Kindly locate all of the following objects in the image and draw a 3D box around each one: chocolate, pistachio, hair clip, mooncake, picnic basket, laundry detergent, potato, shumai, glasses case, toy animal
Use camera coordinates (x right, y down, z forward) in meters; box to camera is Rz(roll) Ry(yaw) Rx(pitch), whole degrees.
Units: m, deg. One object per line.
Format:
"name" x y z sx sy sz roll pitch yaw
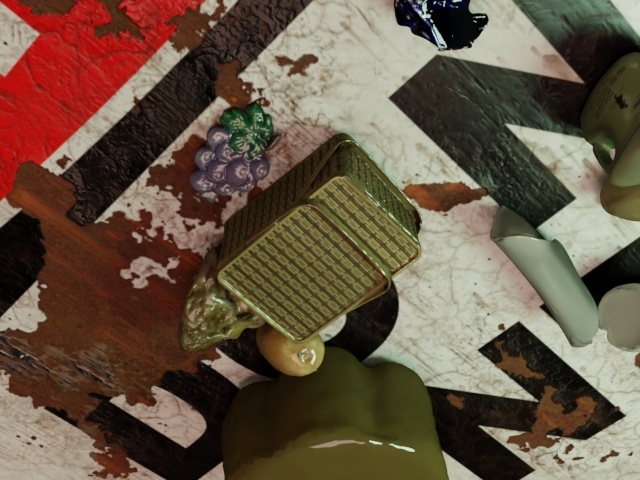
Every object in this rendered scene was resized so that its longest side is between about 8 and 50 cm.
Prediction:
"chocolate" 0.106 -0.386 1.168 0.343 0.126 0.148 17 80 -16
"pistachio" 0.584 -0.107 1.362 0.226 0.136 0.136 -32 119 27
"hair clip" -0.143 -0.145 1.368 0.124 0.052 0.195 29 112 -13
"mooncake" 0.030 0.450 1.640 0.467 0.262 0.467 -2 125 -2
"picnic basket" 0.000 0.000 1.384 0.313 0.175 0.228 -36 117 20
"laundry detergent" 0.492 -0.174 1.228 0.091 0.253 0.181 24 121 -17
"potato" -0.060 0.194 1.522 0.118 0.178 0.109 32 83 -27
"shumai" -0.172 0.121 1.474 0.153 0.161 0.209 15 105 -7
"glasses case" 0.418 0.056 1.455 0.083 0.128 0.308 -28 121 26
"toy animal" 0.618 0.123 1.483 0.193 0.127 0.178 -11 142 -29
